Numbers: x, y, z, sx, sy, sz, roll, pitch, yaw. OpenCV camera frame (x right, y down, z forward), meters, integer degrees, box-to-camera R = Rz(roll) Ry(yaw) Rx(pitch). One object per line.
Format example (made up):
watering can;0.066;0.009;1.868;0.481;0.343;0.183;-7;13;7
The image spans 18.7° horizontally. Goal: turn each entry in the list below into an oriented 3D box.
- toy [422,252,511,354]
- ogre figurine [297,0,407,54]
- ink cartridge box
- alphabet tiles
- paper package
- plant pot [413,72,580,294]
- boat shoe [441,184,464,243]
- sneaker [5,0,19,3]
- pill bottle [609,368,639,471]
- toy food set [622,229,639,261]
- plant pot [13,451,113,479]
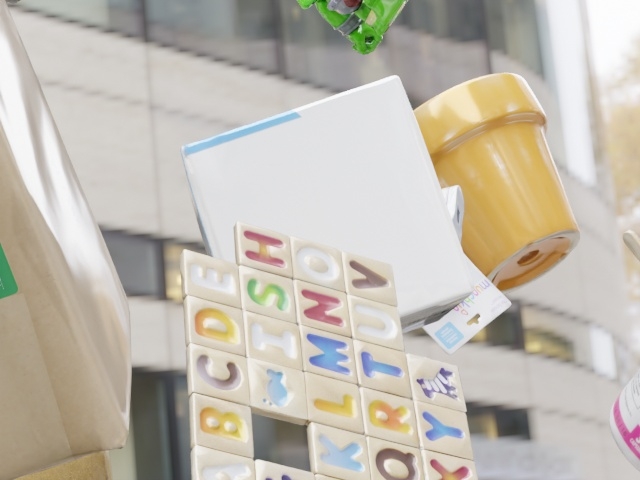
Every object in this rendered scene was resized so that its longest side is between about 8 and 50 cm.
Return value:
toy;0.095;-0.008;1.984;0.137;0.237;0.056;-34;-14;-49
ogre figurine;0.026;-0.247;1.835;0.118;0.097;0.197;34;1;-1
ink cartridge box;0.000;0.000;1.722;0.198;0.197;0.270;-19;-6;-5
alphabet tiles;0.006;0.088;1.224;0.198;0.237;0.009;16;-47;-22
paper package;-0.274;-0.007;1.506;0.168;0.325;0.309;-19;20;0
plant pot;0.185;-0.049;2.144;0.205;0.188;0.205;-26;-21;-11
boat shoe;0.113;-0.014;1.834;0.035;0.100;0.035;-10;-50;19
sneaker;-0.327;-0.412;2.257;0.124;0.283;0.107;-2;-19;0
pill bottle;0.469;0.148;2.225;0.160;0.160;0.283;5;-49;-37
toy food set;0.385;-0.039;1.857;0.071;0.128;0.218;-23;-29;-40
plant pot;-0.334;0.325;2.271;0.237;0.254;0.237;12;24;-6
